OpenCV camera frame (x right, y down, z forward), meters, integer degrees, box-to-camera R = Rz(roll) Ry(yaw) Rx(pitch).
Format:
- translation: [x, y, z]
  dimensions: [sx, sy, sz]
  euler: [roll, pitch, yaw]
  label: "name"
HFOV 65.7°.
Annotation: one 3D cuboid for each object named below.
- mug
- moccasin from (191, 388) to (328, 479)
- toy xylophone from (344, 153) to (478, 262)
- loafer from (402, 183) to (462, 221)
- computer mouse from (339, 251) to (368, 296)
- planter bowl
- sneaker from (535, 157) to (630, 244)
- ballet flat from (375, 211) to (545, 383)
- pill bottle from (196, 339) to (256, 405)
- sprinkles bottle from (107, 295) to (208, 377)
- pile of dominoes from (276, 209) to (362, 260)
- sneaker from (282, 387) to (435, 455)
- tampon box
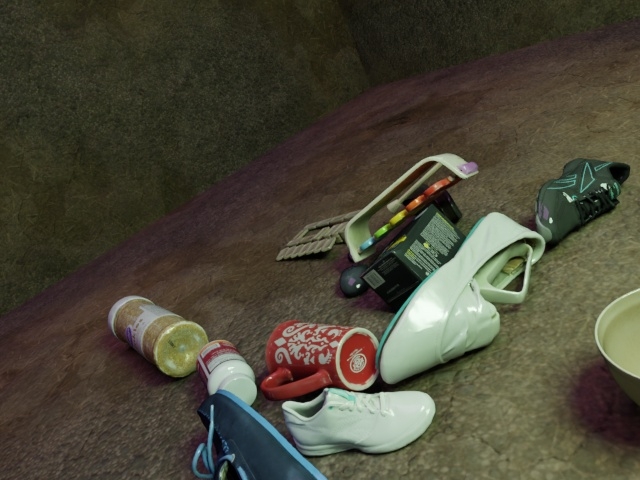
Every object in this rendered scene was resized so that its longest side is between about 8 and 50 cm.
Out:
- translation: [-0.001, 0.198, 0.774]
  dimensions: [0.169, 0.113, 0.150]
  euler: [-12, 46, 50]
  label: "mug"
- translation: [-0.095, 0.298, 0.639]
  dimensions: [0.117, 0.137, 0.342]
  euler: [-41, 25, -23]
  label: "moccasin"
- translation: [0.193, -0.084, 1.065]
  dimensions: [0.323, 0.081, 0.236]
  euler: [-42, -10, 38]
  label: "toy xylophone"
- translation: [0.262, -0.078, 1.188]
  dimensions: [0.078, 0.080, 0.220]
  euler: [-37, 17, -2]
  label: "loafer"
- translation: [0.082, 0.049, 1.127]
  dimensions: [0.071, 0.041, 0.242]
  euler: [-20, 22, 17]
  label: "computer mouse"
- translation: [0.388, 0.133, 0.518]
  dimensions: [0.162, 0.109, 0.162]
  euler: [-22, 22, 9]
  label: "planter bowl"
- translation: [0.482, -0.084, 0.915]
  dimensions: [0.106, 0.101, 0.267]
  euler: [4, 36, 47]
  label: "sneaker"
- translation: [0.243, 0.085, 0.784]
  dimensions: [0.139, 0.139, 0.400]
  euler: [0, 33, 48]
  label: "ballet flat"
- translation: [-0.170, 0.246, 0.899]
  dimensions: [0.086, 0.086, 0.152]
  euler: [-32, 23, -16]
  label: "pill bottle"
- translation: [-0.390, 0.214, 1.161]
  dimensions: [0.121, 0.121, 0.356]
  euler: [-39, 26, -29]
  label: "sprinkles bottle"
- translation: [0.000, 0.000, 1.363]
  dimensions: [0.251, 0.040, 0.196]
  euler: [-14, 24, 47]
  label: "pile of dominoes"
- translation: [0.046, 0.235, 0.679]
  dimensions: [0.212, 0.094, 0.080]
  euler: [-19, 22, 16]
  label: "sneaker"
- translation: [0.176, 0.034, 0.925]
  dimensions: [0.161, 0.101, 0.120]
  euler: [-45, -1, -39]
  label: "tampon box"
